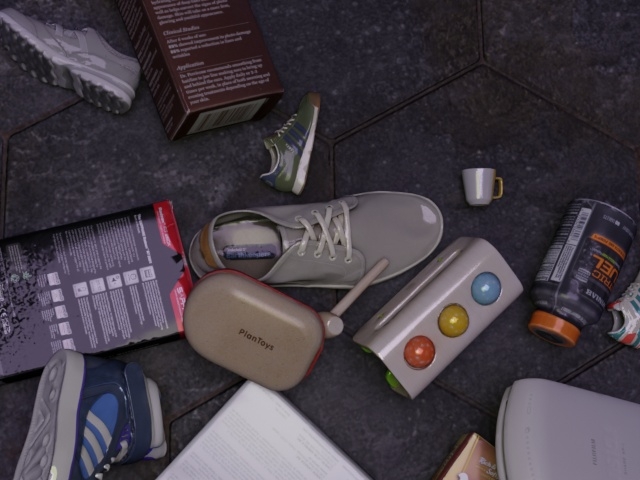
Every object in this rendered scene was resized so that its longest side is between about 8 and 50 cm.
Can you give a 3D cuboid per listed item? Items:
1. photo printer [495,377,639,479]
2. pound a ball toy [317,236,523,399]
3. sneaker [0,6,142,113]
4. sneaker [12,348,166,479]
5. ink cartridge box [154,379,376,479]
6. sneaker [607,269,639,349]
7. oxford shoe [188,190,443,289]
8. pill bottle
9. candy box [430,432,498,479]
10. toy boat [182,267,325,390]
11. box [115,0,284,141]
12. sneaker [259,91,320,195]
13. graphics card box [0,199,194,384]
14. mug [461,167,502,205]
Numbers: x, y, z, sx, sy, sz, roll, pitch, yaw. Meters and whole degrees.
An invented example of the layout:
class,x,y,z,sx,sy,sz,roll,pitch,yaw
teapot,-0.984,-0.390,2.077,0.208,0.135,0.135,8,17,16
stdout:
class,x,y,z,sx,sy,sz,roll,pitch,yaw
photo printer,0.429,0.366,1.708,0.307,0.107,0.256,17,53,-14
pound a ball toy,0.163,0.115,1.747,0.319,0.136,0.208,-42,107,-13
sneaker,-0.440,-0.332,1.846,0.281,0.105,0.115,31,62,-6
sneaker,-0.337,0.342,1.635,0.236,0.130,0.323,27,54,-35
ink cartridge box,-0.123,0.457,1.713,0.308,0.091,0.385,43,85,4
sneaker,0.555,0.108,1.862,0.075,0.057,0.161,18,79,-8
oxford shoe,0.000,0.000,1.793,0.449,0.130,0.169,-6,76,-9
pill bottle,0.448,0.061,1.825,0.130,0.130,0.245,26,77,0
candy box,0.320,0.488,1.739,0.316,0.087,0.183,37,74,3
toy boat,-0.109,0.134,1.702,0.231,0.151,0.151,28,99,-6
box,-0.231,-0.382,1.825,0.191,0.143,0.381,-16,81,-26
sneaker,-0.057,-0.180,1.856,0.086,0.064,0.192,12,80,-8
graphics card box,-0.401,0.089,1.748,0.371,0.094,0.233,-14,80,-10
mug,0.293,-0.095,1.879,0.078,0.062,0.064,0,86,1
